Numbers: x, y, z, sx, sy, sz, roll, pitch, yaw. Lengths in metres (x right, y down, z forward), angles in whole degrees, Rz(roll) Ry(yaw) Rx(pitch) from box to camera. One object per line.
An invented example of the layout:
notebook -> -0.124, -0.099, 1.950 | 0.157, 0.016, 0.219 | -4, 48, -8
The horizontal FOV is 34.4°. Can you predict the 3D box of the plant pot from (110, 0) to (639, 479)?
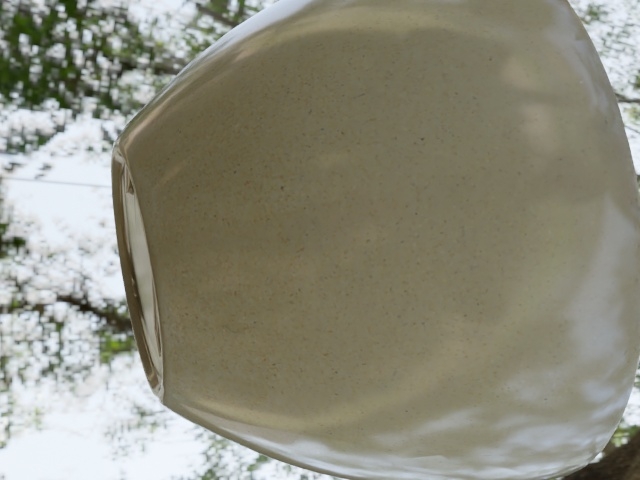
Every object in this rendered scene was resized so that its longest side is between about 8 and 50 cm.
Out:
plant pot -> 0.000, 0.000, 0.525 | 0.284, 0.191, 0.284 | 171, -90, -72
